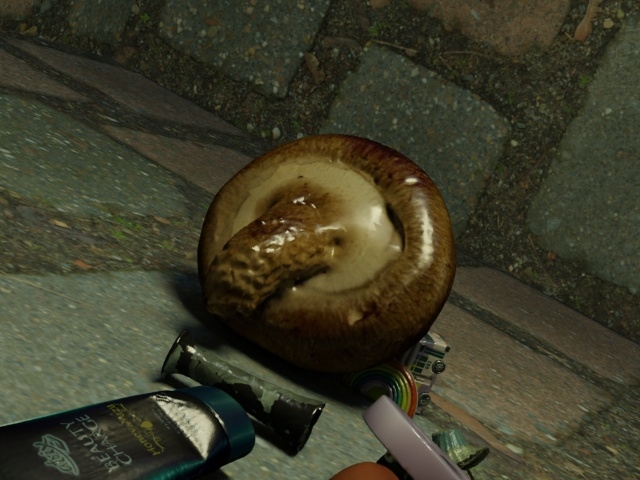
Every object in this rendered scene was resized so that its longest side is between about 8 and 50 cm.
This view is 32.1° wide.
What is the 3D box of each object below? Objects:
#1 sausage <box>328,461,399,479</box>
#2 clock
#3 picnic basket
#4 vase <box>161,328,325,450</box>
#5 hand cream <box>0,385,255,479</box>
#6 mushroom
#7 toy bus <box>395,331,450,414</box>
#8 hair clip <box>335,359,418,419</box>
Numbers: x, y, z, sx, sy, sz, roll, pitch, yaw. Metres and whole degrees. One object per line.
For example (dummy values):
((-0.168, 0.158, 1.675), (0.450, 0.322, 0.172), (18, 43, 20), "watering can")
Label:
((0.045, 0.247, 0.932), (0.077, 0.077, 0.194), (23, 12, -16), "sausage")
((0.112, 0.244, 1.059), (0.198, 0.064, 0.172), (46, 1, -31), "clock")
((0.148, 0.249, 1.230), (0.065, 0.083, 0.083), (9, 64, -61), "picnic basket")
((-0.081, 0.153, 1.145), (0.167, 0.059, 0.059), (27, 10, 8), "vase")
((-0.162, 0.172, 0.902), (0.120, 0.061, 0.271), (36, 21, 25), "hand cream")
((0.005, 0.012, 1.420), (0.345, 0.345, 0.239), (26, -27, 2), "mushroom")
((0.122, 0.167, 1.444), (0.058, 0.102, 0.052), (19, 12, -21), "toy bus")
((0.052, 0.163, 1.429), (0.188, 0.060, 0.033), (27, -8, 33), "hair clip")
